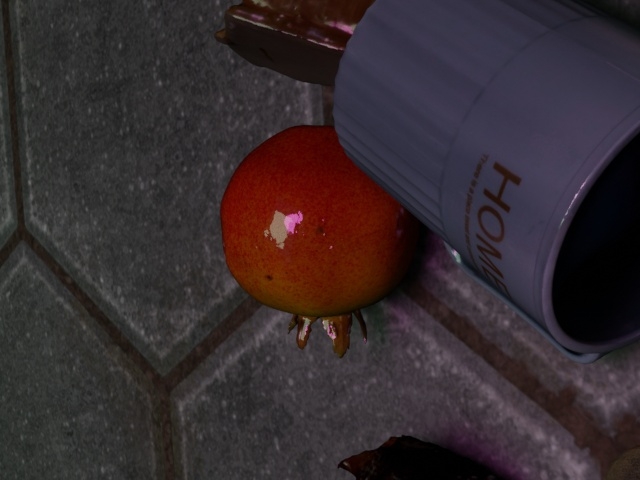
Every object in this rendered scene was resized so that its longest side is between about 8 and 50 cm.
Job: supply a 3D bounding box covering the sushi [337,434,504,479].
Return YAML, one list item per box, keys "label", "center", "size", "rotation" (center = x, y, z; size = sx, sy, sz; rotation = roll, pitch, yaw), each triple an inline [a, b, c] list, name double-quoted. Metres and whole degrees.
- label: "sushi"
  center: [0.104, 0.382, 1.404]
  size: [0.182, 0.197, 0.343]
  rotation: [-144, 62, -62]

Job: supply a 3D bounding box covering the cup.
- label: "cup"
  center: [0.208, -0.079, 1.190]
  size: [0.257, 0.331, 0.311]
  rotation: [-49, 51, 1]

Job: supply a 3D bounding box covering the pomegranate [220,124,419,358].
- label: "pomegranate"
  center: [0.000, 0.000, 1.436]
  size: [0.221, 0.221, 0.256]
  rotation: [4, 106, 49]

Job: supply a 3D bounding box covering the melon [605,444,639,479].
- label: "melon"
  center: [0.317, 0.231, 1.184]
  size: [0.131, 0.098, 0.098]
  rotation: [24, 113, 48]

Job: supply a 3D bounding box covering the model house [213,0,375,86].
- label: "model house"
  center: [0.008, -0.296, 1.429]
  size: [0.220, 0.199, 0.229]
  rotation: [22, 88, 5]
